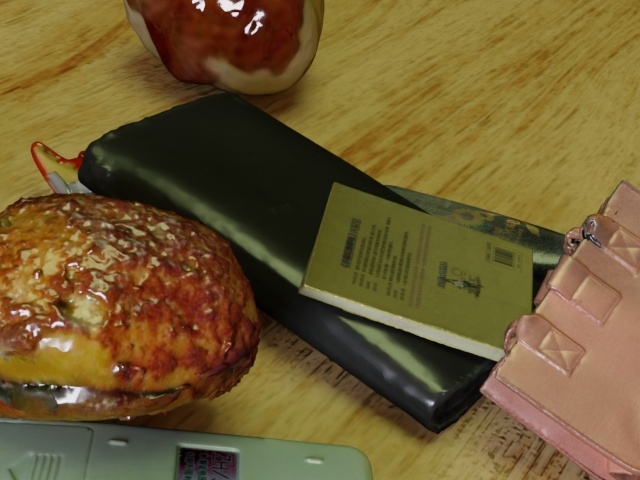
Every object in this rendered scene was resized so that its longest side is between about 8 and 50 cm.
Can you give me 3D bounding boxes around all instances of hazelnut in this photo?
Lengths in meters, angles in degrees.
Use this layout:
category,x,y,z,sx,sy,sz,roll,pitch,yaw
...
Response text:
category,x,y,z,sx,sy,sz,roll,pitch,yaw
hazelnut,-0.097,-0.299,1.461,0.261,0.241,0.261,13,31,-8

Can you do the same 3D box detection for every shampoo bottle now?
category,x,y,z,sx,sy,sz,roll,pitch,yaw
shampoo bottle,0.163,0.003,1.204,0.234,0.049,0.087,17,32,11

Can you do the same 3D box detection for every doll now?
category,x,y,z,sx,sy,sz,roll,pitch,yaw
doll,-0.209,-0.033,1.148,0.109,0.057,0.169,11,38,-29

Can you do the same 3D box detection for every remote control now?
category,x,y,z,sx,sy,sz,roll,pitch,yaw
remote control,-0.110,0.179,0.804,0.297,0.056,0.140,5,27,-6

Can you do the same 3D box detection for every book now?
category,x,y,z,sx,sy,sz,roll,pitch,yaw
book,0.088,0.024,1.038,0.192,0.013,0.168,19,34,-1

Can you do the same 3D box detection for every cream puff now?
category,x,y,z,sx,sy,sz,roll,pitch,yaw
cream puff,-0.164,0.046,0.864,0.240,0.163,0.240,2,10,0

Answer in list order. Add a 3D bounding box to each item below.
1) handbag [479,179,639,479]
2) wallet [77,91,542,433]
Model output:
category,x,y,z,sx,sy,sz,roll,pitch,yaw
handbag,0.238,0.072,0.964,0.157,0.059,0.212,35,66,6
wallet,0.000,0.001,1.097,0.406,0.062,0.228,34,36,22
